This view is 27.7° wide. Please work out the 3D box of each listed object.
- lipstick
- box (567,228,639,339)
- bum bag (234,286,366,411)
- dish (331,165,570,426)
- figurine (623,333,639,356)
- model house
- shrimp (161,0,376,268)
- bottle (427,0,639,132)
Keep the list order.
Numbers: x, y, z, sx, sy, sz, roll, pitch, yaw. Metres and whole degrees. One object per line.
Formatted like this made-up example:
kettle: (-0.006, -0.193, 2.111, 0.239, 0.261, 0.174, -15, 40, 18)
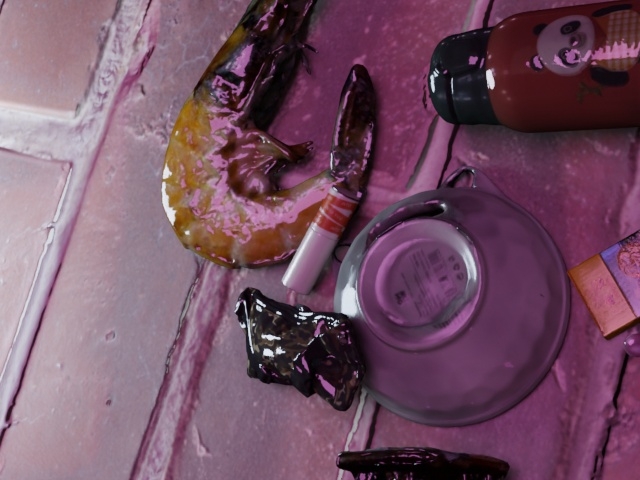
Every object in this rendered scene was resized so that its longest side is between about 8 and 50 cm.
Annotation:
lipstick: (0.000, 0.000, 1.522, 0.038, 0.038, 0.130, 36, 104, 30)
box: (0.349, 0.031, 1.376, 0.155, 0.023, 0.087, -32, 66, 13)
bum bag: (-0.028, 0.121, 1.466, 0.248, 0.069, 0.102, 14, 119, 58)
dish: (0.125, 0.055, 1.418, 0.303, 0.120, 0.303, -7, 72, 22)
figurine: (0.447, 0.100, 1.279, 0.260, 0.103, 0.205, -31, 99, 11)
model house: (0.110, 0.298, 1.353, 0.165, 0.106, 0.152, -8, 69, 27)
shrimp: (-0.038, -0.175, 1.593, 0.272, 0.085, 0.445, 19, 85, 23)
bottle: (0.283, -0.184, 1.412, 0.336, 0.144, 0.144, -3, 72, 26)
